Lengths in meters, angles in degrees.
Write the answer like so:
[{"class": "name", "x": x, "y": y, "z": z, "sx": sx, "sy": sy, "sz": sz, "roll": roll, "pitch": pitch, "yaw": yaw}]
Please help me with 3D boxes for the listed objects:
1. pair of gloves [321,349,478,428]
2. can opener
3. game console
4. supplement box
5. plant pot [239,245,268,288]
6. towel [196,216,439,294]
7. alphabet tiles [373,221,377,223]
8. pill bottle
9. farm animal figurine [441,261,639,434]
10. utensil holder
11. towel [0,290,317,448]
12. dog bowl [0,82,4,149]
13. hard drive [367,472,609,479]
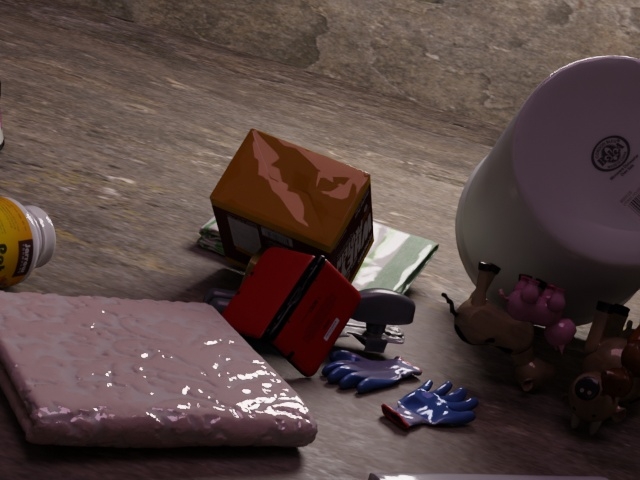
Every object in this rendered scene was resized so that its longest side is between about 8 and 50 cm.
[{"class": "pair of gloves", "x": 0.101, "y": 0.187, "z": 1.654, "sx": 0.159, "sy": 0.023, "sz": 0.198, "roll": -4, "pitch": 26, "yaw": -47}, {"class": "can opener", "x": -0.013, "y": 0.090, "z": 1.730, "sx": 0.283, "sy": 0.095, "sz": 0.076, "roll": 10, "pitch": 16, "yaw": -15}, {"class": "game console", "x": -0.039, "y": 0.091, "z": 1.672, "sx": 0.124, "sy": 0.144, "sz": 0.085, "roll": 45, "pitch": -31, "yaw": -19}, {"class": "supplement box", "x": -0.036, "y": -0.030, "z": 1.858, "sx": 0.191, "sy": 0.129, "sz": 0.194, "roll": 22, "pitch": -25, "yaw": 15}, {"class": "plant pot", "x": -0.065, "y": 0.068, "z": 1.792, "sx": 0.083, "sy": 0.081, "sz": 0.081, "roll": 22, "pitch": 18, "yaw": 5}, {"class": "towel", "x": 0.000, "y": 0.000, "z": 2.037, "sx": 0.324, "sy": 0.038, "sz": 0.248, "roll": 20, "pitch": 31, "yaw": 15}, {"class": "alphabet tiles", "x": 0.000, "y": -0.010, "z": 2.173, "sx": 0.278, "sy": 0.021, "sz": 0.284, "roll": 6, "pitch": 20, "yaw": -25}, {"class": "pill bottle", "x": -0.433, "y": 0.008, "z": 1.597, "sx": 0.117, "sy": 0.117, "sz": 0.215, "roll": 25, "pitch": 20, "yaw": 28}, {"class": "farm animal figurine", "x": 0.363, "y": 0.165, "z": 1.734, "sx": 0.330, "sy": 0.172, "sz": 0.326, "roll": 21, "pitch": 4, "yaw": 44}, {"class": "utensil holder", "x": 0.390, "y": -0.065, "z": 1.910, "sx": 0.327, "sy": 0.328, "sz": 0.385, "roll": 16, "pitch": -15, "yaw": 1}, {"class": "towel", "x": -0.212, "y": 0.147, "z": 1.464, "sx": 0.331, "sy": 0.053, "sz": 0.317, "roll": 5, "pitch": 19, "yaw": -31}, {"class": "dog bowl", "x": -0.722, "y": -0.265, "z": 2.147, "sx": 0.408, "sy": 0.150, "sz": 0.408, "roll": 14, "pitch": 17, "yaw": -4}, {"class": "hard drive", "x": 0.223, "y": 0.310, "z": 1.347, "sx": 0.307, "sy": 0.040, "sz": 0.203, "roll": 6, "pitch": 20, "yaw": -26}]
